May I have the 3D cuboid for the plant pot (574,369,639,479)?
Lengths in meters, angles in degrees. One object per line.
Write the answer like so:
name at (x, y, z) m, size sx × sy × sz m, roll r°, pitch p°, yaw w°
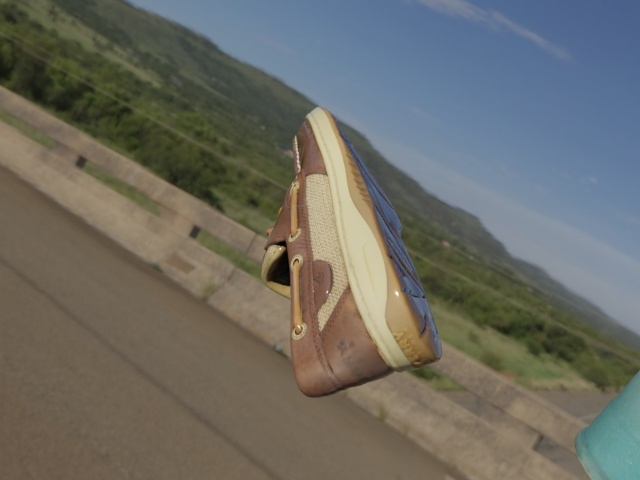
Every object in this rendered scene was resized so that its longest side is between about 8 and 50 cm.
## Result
plant pot at (0.398, 0.150, 0.697) m, size 0.271 × 0.255 × 0.271 m, roll 30°, pitch 13°, yaw -8°

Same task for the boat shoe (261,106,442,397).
boat shoe at (0.000, 0.000, 0.722) m, size 0.123 × 0.123 × 0.342 m, roll 53°, pitch 13°, yaw -35°
